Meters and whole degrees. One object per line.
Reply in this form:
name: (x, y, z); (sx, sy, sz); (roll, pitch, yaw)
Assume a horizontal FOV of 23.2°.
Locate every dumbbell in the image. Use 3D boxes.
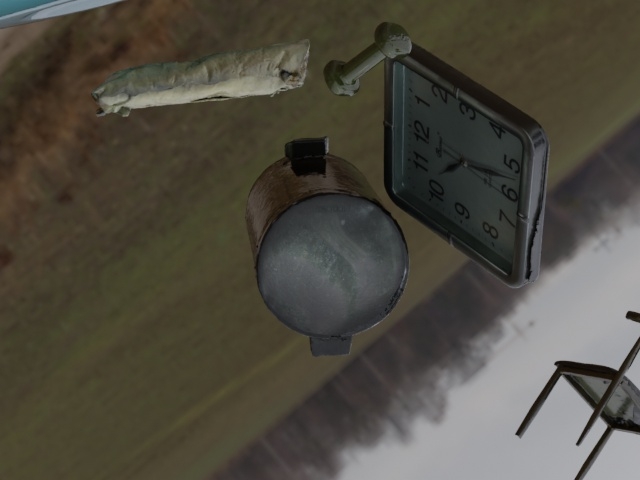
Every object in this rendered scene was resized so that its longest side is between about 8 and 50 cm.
dumbbell: (0.055, -0.215, 1.850); (0.052, 0.046, 0.118); (3, 154, -43)

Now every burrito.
burrito: (-0.099, -0.135, 1.297); (0.186, 0.041, 0.045); (-8, 167, -6)

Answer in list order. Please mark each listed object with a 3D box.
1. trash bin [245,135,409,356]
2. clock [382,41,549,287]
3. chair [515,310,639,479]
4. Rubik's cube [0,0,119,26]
trash bin: (0.000, 0.000, 2.170); (0.203, 0.252, 0.301); (-4, -165, -6)
clock: (0.190, -0.101, 2.038); (0.049, 0.279, 0.273); (-31, 140, -28)
chair: (0.471, 0.260, 2.490); (0.272, 0.188, 0.166); (-53, -155, -20)
Rubik's cube: (-0.244, -0.375, 1.351); (0.352, 0.347, 0.351); (-16, -173, -24)
